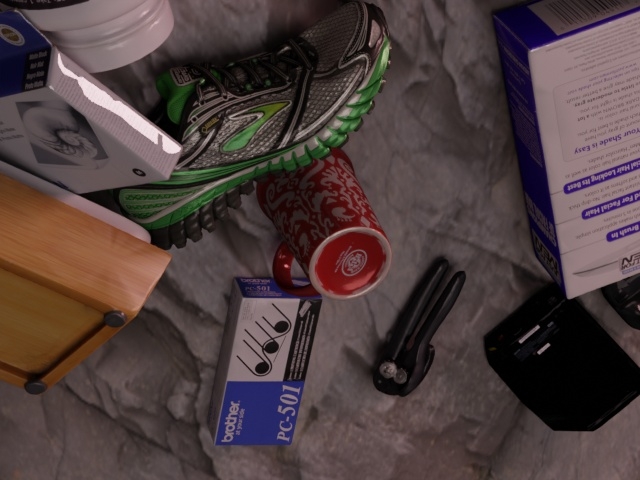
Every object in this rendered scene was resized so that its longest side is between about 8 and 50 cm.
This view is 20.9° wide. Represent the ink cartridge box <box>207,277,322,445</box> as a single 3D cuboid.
[{"bbox_3d":[-0.065,0.141,1.997,0.097,0.046,0.207,2,120,-19],"label":"ink cartridge box"}]

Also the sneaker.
[{"bbox_3d":[-0.077,-0.134,1.766,0.343,0.134,0.146,-36,125,6],"label":"sneaker"}]

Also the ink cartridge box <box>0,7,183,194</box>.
[{"bbox_3d":[-0.281,-0.123,1.667,0.224,0.223,0.045,40,60,-33],"label":"ink cartridge box"}]

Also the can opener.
[{"bbox_3d":[0.114,0.104,2.040,0.059,0.073,0.186,26,112,11],"label":"can opener"}]

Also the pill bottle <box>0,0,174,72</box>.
[{"bbox_3d":[-0.238,-0.319,1.563,0.181,0.181,0.323,-21,126,-6],"label":"pill bottle"}]

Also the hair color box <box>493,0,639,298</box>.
[{"bbox_3d":[0.317,-0.119,1.930,0.185,0.110,0.339,-20,124,-8],"label":"hair color box"}]

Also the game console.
[{"bbox_3d":[0.386,0.084,2.123,0.361,0.044,0.213,-40,127,8],"label":"game console"}]

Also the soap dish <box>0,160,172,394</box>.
[{"bbox_3d":[-0.332,0.033,1.747,0.291,0.118,0.229,27,134,-30],"label":"soap dish"}]

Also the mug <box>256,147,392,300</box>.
[{"bbox_3d":[0.009,-0.004,1.855,0.113,0.169,0.150,-12,124,-13],"label":"mug"}]
